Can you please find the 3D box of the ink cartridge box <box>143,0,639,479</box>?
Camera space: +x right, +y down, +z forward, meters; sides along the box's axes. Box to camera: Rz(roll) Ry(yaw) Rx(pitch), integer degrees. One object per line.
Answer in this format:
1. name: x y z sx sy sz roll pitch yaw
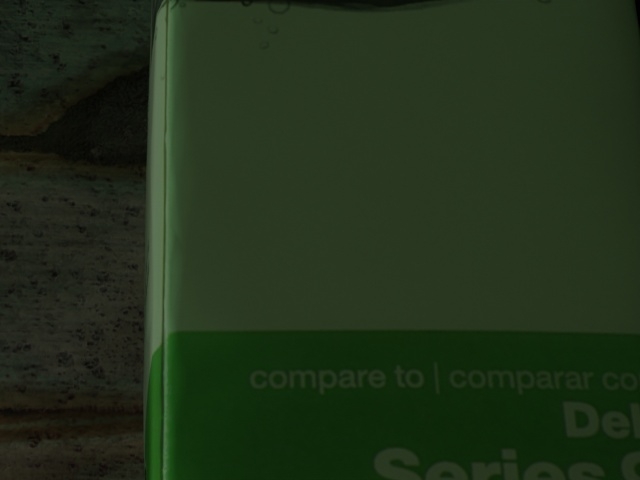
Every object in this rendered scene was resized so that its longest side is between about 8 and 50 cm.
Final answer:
1. ink cartridge box: 0.013 0.004 0.478 0.211 0.122 0.289 97 172 -60
